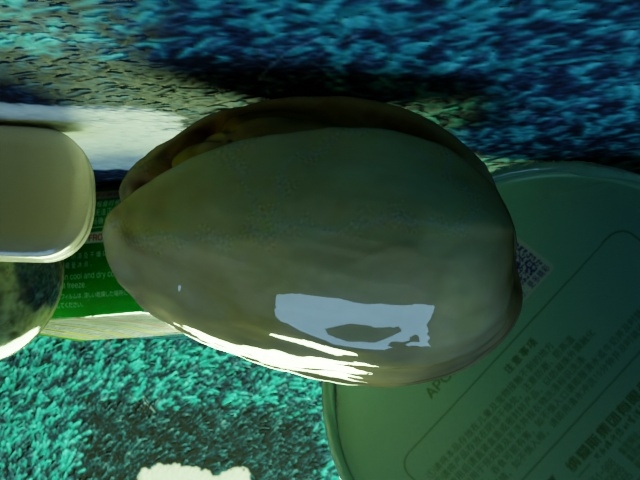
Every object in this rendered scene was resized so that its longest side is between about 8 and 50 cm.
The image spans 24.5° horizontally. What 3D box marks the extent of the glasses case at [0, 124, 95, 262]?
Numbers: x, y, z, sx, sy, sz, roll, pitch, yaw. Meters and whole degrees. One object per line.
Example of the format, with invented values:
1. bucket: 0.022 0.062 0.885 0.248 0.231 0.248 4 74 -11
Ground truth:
1. glasses case: -0.235 -0.030 0.890 0.196 0.083 0.050 4 171 -4

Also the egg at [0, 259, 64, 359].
1. egg: -0.268 0.019 1.031 0.181 0.141 0.141 8 174 14

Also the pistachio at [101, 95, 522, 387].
1. pistachio: 0.000 0.000 0.797 0.229 0.157 0.157 9 171 -6

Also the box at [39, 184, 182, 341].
1. box: -0.161 0.021 1.170 0.250 0.103 0.180 -5 169 32

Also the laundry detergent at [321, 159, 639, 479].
1. laundry detergent: 0.183 0.136 1.028 0.287 0.287 0.305 -1 156 20
